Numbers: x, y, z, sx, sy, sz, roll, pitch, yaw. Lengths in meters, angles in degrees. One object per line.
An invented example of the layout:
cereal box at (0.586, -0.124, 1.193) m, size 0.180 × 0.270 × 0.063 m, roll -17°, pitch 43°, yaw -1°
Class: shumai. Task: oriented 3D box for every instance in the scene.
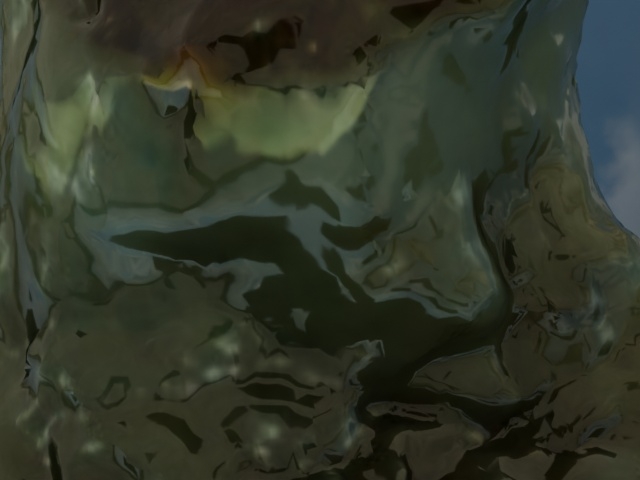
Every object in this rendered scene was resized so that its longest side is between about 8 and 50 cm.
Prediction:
shumai at (0.000, 0.000, 0.574) m, size 0.324 × 0.323 × 0.397 m, roll -14°, pitch -158°, yaw -18°
